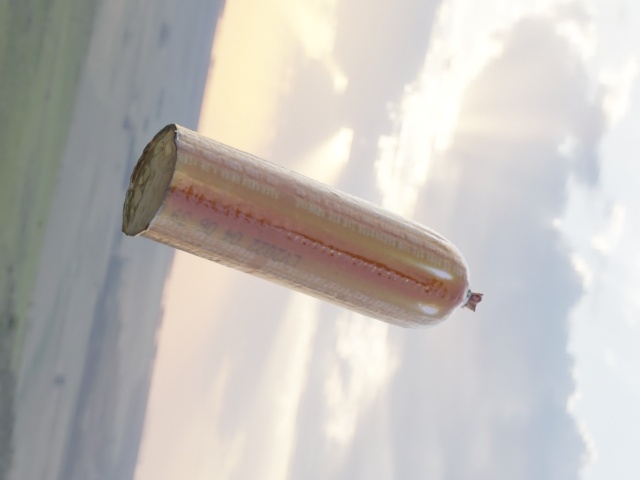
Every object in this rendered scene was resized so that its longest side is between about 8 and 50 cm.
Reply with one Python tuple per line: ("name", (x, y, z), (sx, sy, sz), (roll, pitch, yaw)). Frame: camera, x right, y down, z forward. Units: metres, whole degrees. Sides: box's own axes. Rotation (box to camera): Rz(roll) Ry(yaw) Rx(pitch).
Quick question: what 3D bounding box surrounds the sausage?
("sausage", (0.000, 0.000, 0.428), (0.031, 0.107, 0.031), (-35, -135, 45))
